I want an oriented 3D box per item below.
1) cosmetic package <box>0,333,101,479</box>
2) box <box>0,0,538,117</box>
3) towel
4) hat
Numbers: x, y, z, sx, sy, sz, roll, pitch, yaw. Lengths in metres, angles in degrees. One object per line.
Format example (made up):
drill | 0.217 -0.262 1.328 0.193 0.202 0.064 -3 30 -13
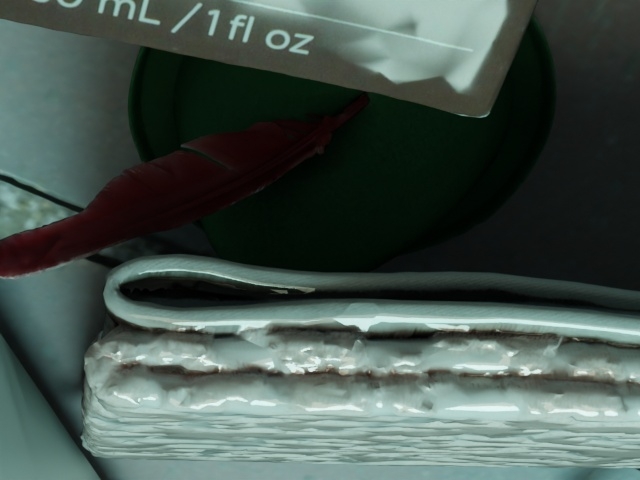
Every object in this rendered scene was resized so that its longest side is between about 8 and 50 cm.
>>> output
cosmetic package | -0.177 0.216 0.779 0.197 0.155 0.365 -16 141 6
box | 0.018 -0.233 0.452 0.191 0.143 0.381 10 128 -12
towel | 0.066 0.062 0.661 0.332 0.053 0.317 3 169 -7
hat | 0.000 0.000 0.620 0.208 0.183 0.173 -6 129 2
